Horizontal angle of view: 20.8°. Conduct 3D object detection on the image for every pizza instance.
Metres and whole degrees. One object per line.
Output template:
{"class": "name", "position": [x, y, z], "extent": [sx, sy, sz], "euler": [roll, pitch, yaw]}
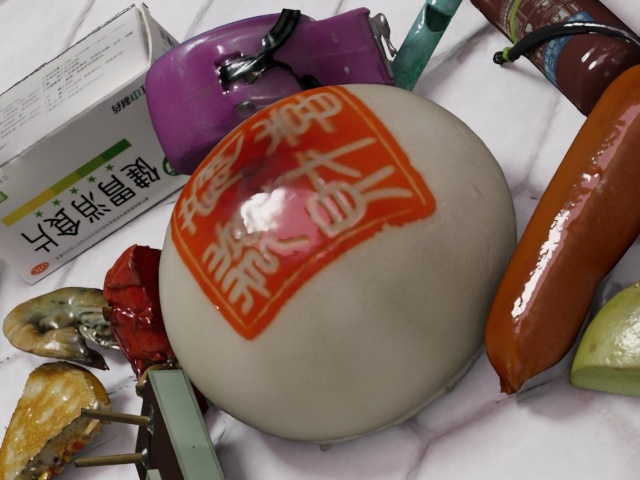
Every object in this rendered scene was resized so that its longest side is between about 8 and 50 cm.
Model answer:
{"class": "pizza", "position": [-0.302, 0.228, 1.890], "extent": [0.199, 0.062, 0.188], "euler": [-55, 27, -6]}

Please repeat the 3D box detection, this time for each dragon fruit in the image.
{"class": "dragon fruit", "position": [-0.169, 0.106, 1.842], "extent": [0.092, 0.122, 0.192], "euler": [-27, 77, 32]}

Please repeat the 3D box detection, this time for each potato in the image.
{"class": "potato", "position": [0.277, 0.060, 1.529], "extent": [0.120, 0.081, 0.149], "euler": [3, 57, 40]}

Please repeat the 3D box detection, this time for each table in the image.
{"class": "table", "position": [-0.161, 0.245, 1.667], "extent": [0.111, 0.121, 0.240], "euler": [-2, 34, -19]}

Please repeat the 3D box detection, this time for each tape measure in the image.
{"class": "tape measure", "position": [-0.065, -0.158, 1.902], "extent": [0.245, 0.232, 0.149], "euler": [-31, 77, 55]}

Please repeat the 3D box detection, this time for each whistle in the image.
{"class": "whistle", "position": [0.108, -0.214, 1.924], "extent": [0.186, 0.039, 0.039], "euler": [-60, 37, 10]}

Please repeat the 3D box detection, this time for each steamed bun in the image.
{"class": "steamed bun", "position": [0.000, 0.000, 1.700], "extent": [0.374, 0.241, 0.374], "euler": [-21, 42, 20]}

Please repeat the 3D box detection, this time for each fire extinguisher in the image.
{"class": "fire extinguisher", "position": [0.253, -0.191, 1.778], "extent": [0.341, 0.105, 0.141], "euler": [-122, 42, -51]}

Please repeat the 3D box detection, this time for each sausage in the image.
{"class": "sausage", "position": [0.243, -0.018, 1.589], "extent": [0.348, 0.094, 0.097], "euler": [-58, 7, -8]}

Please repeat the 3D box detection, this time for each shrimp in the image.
{"class": "shrimp", "position": [-0.261, 0.098, 1.925], "extent": [0.145, 0.059, 0.254], "euler": [-16, 25, -35]}

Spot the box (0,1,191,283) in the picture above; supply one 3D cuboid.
{"class": "box", "position": [-0.284, -0.117, 2.101], "extent": [0.333, 0.173, 0.145], "euler": [-32, 41, 14]}
